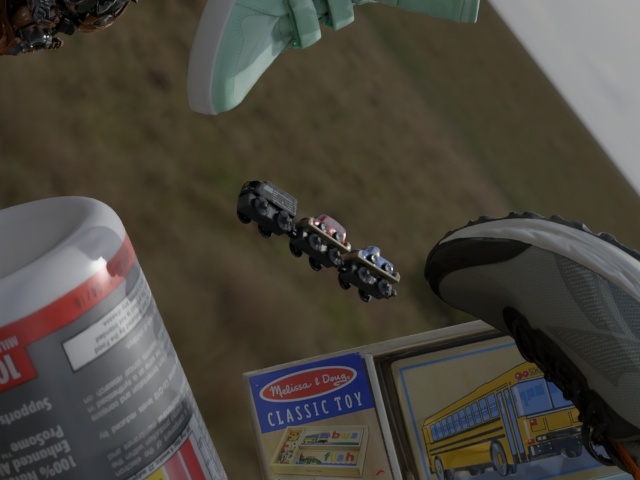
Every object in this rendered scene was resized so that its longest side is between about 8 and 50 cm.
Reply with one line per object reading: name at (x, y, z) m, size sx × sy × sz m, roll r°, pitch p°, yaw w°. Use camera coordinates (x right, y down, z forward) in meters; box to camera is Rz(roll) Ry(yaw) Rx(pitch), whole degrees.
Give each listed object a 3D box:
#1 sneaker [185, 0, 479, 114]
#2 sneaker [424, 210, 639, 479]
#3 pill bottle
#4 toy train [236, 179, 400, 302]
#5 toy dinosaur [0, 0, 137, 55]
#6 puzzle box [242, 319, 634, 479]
sneaker at (0.024, -0.169, 1.343) m, size 0.151 × 0.256 × 0.094 m, roll 33°, pitch -10°, yaw 13°
sneaker at (0.165, 0.069, 1.088) m, size 0.271 × 0.108 × 0.100 m, roll 27°, pitch -18°, yaw 30°
pill bottle at (-0.181, 0.169, 1.416) m, size 0.210 × 0.210 × 0.363 m, roll -107°, pitch 176°, yaw -71°
toy train at (0.000, 0.000, 1.390) m, size 0.158 × 0.027 × 0.036 m, roll 34°, pitch 51°, yaw -36°
toy dinosaur at (-0.243, -0.267, 1.899) m, size 0.164 × 0.322 × 0.218 m, roll 40°, pitch -23°, yaw 4°
puzzle box at (0.169, 0.182, 1.409) m, size 0.052 × 0.409 × 0.272 m, roll 95°, pitch -19°, yaw -72°
